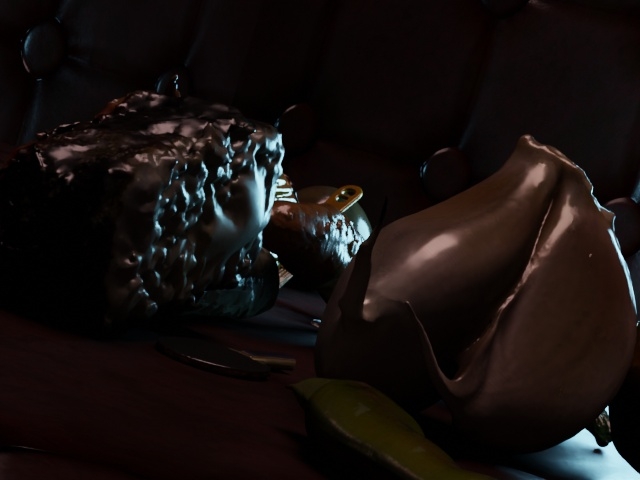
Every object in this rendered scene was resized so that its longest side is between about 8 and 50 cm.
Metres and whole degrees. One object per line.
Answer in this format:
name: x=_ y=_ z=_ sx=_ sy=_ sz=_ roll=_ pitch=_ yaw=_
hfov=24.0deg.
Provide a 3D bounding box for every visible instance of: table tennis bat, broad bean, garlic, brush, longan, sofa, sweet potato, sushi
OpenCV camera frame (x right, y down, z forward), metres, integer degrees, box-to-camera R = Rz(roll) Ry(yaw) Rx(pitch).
table tennis bat: x=-0.078 y=0.104 z=1.328 sx=0.095 sy=0.014 sz=0.158 roll=18 pitch=5 yaw=38
broad bean: x=0.059 y=0.145 z=0.977 sx=0.075 sy=0.067 sz=0.325 roll=-18 pitch=22 yaw=-25
garlic: x=0.137 y=0.077 z=1.274 sx=0.231 sy=0.246 sz=0.340 roll=43 pitch=29 yaw=16
brush: x=-0.026 y=-0.010 z=2.149 sx=0.103 sy=0.013 sz=0.272 roll=19 pitch=43 yaw=32
longan: x=0.000 y=0.000 z=2.293 sx=0.167 sy=0.167 sz=0.187 roll=18 pitch=-1 yaw=10
sofa: x=-0.188 y=0.020 z=1.630 sx=0.225 sy=0.176 sz=0.210 roll=48 pitch=13 yaw=16
sweet potato: x=0.002 y=0.009 z=1.694 sx=0.095 sy=0.106 sz=0.354 roll=21 pitch=-13 yaw=21
sushi: x=-0.161 y=-0.045 z=1.374 sx=0.182 sy=0.196 sz=0.343 roll=27 pitch=23 yaw=17

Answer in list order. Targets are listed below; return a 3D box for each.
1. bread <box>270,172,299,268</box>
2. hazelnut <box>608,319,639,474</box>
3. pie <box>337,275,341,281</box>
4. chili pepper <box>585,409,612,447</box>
bread: x=-0.131 y=-0.026 z=1.774 sx=0.199 sy=0.199 sz=0.104 roll=18 pitch=6 yaw=16
hazelnut: x=0.371 y=0.157 z=1.382 sx=0.218 sy=0.218 sz=0.234 roll=18 pitch=34 yaw=1
pie: x=0.165 y=0.080 z=1.619 sx=0.338 sy=0.075 sz=0.337 roll=10 pitch=-29 yaw=6
chili pepper: x=0.225 y=0.167 z=1.583 sx=0.182 sy=0.050 sz=0.073 roll=20 pitch=-4 yaw=5
